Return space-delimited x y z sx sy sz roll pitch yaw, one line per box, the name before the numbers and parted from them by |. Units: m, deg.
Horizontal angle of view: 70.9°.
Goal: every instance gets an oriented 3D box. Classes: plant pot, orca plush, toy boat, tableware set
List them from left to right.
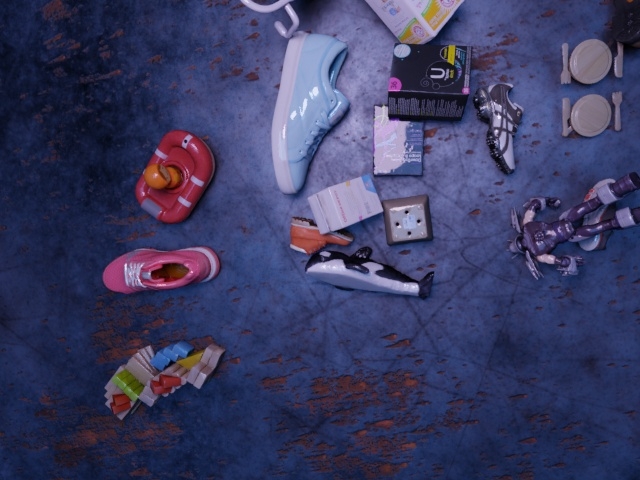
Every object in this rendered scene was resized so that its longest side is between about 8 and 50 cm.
toy boat | -0.361 -0.152 1.068 0.151 0.151 0.231 35 101 5
orca plush | 0.115 0.053 1.032 0.287 0.151 0.102 5 65 13
plant pot | 0.195 -0.043 1.007 0.109 0.096 0.109 -7 94 12
tableware set | 0.560 -0.317 0.945 0.128 0.039 0.194 -6 100 -1

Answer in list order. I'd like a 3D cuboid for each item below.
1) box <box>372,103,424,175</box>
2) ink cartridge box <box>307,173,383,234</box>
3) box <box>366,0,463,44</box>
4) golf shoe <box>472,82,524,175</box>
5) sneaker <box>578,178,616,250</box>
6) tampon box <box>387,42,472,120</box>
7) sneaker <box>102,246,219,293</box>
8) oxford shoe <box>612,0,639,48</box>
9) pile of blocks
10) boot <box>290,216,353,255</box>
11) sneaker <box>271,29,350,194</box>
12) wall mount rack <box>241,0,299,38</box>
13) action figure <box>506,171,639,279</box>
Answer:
box | 0.178 -0.228 1.026 0.115 0.029 0.162 1 96 10
ink cartridge box | 0.048 -0.077 0.996 0.089 0.143 0.092 -17 93 56
box | 0.174 -0.512 0.915 0.203 0.103 0.114 43 81 -18
golf shoe | 0.398 -0.242 0.962 0.093 0.077 0.198 -18 93 11
sneaker | 0.604 -0.052 0.963 0.064 0.061 0.158 11 99 -18
tampon box | 0.228 -0.333 0.951 0.160 0.101 0.121 6 73 10
sneaker | -0.417 0.071 1.109 0.313 0.136 0.116 -9 93 11
oxford shoe | 0.648 -0.491 0.900 0.096 0.082 0.228 11 88 -23
pile of blocks | -0.424 0.345 1.150 0.362 0.112 0.149 -26 91 11
boot | 0.000 0.000 1.070 0.157 0.059 0.085 14 101 17
sneaker | -0.015 -0.279 1.002 0.150 0.135 0.366 9 97 14
wall mount rack | -0.075 -0.612 0.924 0.350 0.130 0.304 -42 106 -14
action figure | 0.516 -0.025 0.924 0.285 0.099 0.186 -29 77 40
